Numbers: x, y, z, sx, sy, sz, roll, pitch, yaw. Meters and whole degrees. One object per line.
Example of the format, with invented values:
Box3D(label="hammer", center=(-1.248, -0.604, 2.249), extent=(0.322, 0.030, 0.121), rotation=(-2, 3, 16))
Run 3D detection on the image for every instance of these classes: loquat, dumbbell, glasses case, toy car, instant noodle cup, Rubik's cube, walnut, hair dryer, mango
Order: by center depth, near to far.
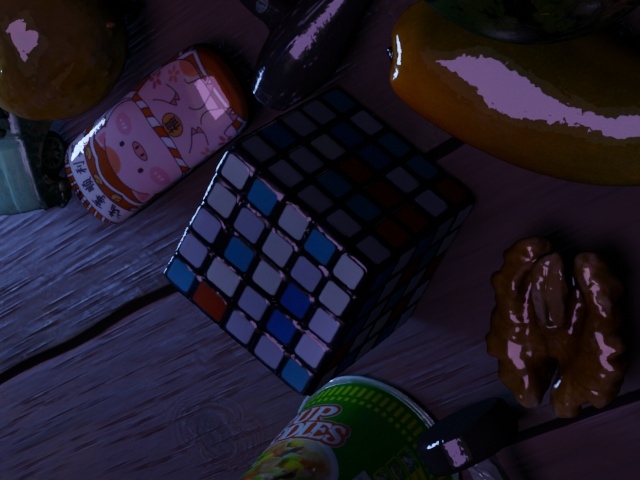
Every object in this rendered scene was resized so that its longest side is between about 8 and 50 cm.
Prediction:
Box3D(label="mango", center=(0.193, -0.123, 1.457), extent=(0.289, 0.129, 0.146), rotation=(30, 114, 16))
Box3D(label="walnut", center=(0.220, 0.076, 1.576), extent=(0.143, 0.069, 0.170), rotation=(18, 120, 30))
Box3D(label="hair dryer", center=(-0.044, -0.253, 1.621), extent=(0.219, 0.075, 0.195), rotation=(48, 121, 16))
Box3D(label="Rubik's cube", center=(0.000, 0.000, 1.623), extent=(0.187, 0.182, 0.184), rotation=(41, 129, 14))
Box3D(label="dumbbell", center=(0.177, 0.253, 1.673), extent=(0.100, 0.100, 0.191), rotation=(-24, 96, 41))
Box3D(label="instant noodle cup", center=(-0.001, 0.276, 1.725), extent=(0.207, 0.233, 0.207), rotation=(16, 121, 29))
Box3D(label="loquat", center=(-0.282, -0.201, 1.745), extent=(0.204, 0.149, 0.172), rotation=(-27, 106, 24))
Box3D(label="glasses case", center=(-0.166, -0.105, 1.768), extent=(0.267, 0.067, 0.103), rotation=(-35, 88, 41))
Box3D(label="toy car", center=(-0.372, -0.176, 1.863), extent=(0.141, 0.097, 0.320), rotation=(-2, 110, 37))

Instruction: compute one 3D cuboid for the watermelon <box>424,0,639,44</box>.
Box3D(label="watermelon", center=(0.172, -0.279, 1.317), extent=(0.269, 0.269, 0.269), rotation=(16, 120, 29))
